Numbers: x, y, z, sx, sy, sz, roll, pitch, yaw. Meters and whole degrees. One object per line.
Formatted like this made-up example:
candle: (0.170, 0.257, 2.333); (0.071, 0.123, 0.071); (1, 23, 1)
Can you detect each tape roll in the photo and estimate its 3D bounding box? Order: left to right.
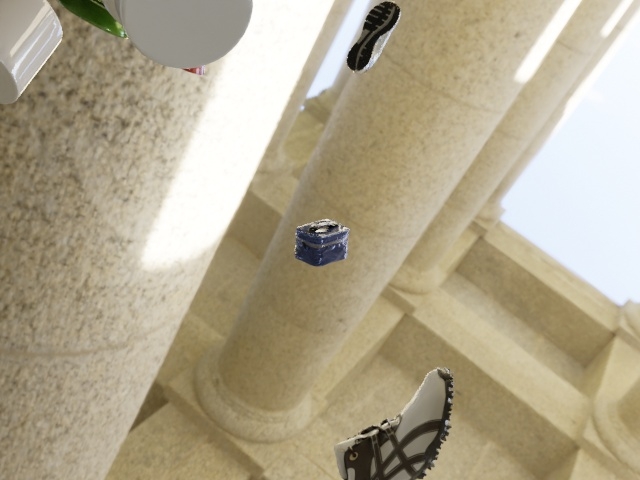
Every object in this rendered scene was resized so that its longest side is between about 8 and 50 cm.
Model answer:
tape roll: (-0.667, -0.417, 1.433); (0.246, 0.246, 0.169); (27, -116, -4)

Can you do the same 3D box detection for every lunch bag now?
lunch bag: (0.000, 0.000, 1.251); (0.067, 0.065, 0.098); (22, -153, 39)

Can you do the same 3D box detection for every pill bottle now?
pill bottle: (-0.228, -0.411, 1.019); (0.204, 0.204, 0.361); (6, -139, -33)

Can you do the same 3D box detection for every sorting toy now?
sorting toy: (-0.312, -0.393, 1.137); (0.365, 0.126, 0.127); (20, -159, -40)

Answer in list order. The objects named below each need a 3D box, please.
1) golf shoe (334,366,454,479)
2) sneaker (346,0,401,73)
golf shoe: (0.065, 0.207, 0.713); (0.094, 0.198, 0.077); (26, 175, 5)
sneaker: (0.071, -0.273, 0.971); (0.040, 0.109, 0.044); (35, -177, 10)
